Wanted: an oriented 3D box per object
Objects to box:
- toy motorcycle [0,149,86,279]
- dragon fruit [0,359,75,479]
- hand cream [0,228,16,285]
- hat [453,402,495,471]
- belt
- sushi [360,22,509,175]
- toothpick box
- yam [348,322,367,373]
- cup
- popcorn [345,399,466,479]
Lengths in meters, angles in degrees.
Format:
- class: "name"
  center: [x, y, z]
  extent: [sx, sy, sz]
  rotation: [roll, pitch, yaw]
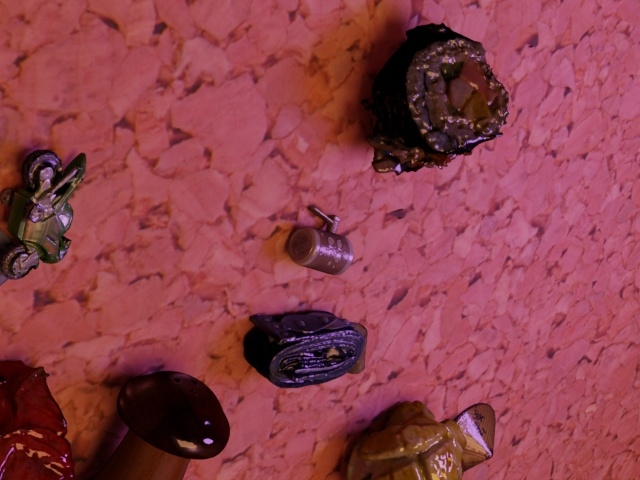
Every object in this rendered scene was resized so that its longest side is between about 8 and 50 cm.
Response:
- class: "toy motorcycle"
  center: [-0.382, -0.033, 1.503]
  extent: [0.106, 0.074, 0.190]
  rotation: [2, 110, -52]
- class: "dragon fruit"
  center: [-0.438, 0.341, 1.534]
  extent: [0.302, 0.330, 0.240]
  rotation: [-53, 159, -9]
- class: "hand cream"
  center: [-0.516, 0.097, 1.467]
  extent: [0.271, 0.058, 0.091]
  rotation: [-49, 134, -20]
- class: "hat"
  center: [0.364, 0.476, 2.495]
  extent: [0.193, 0.082, 0.193]
  rotation: [-21, 125, -33]
- class: "belt"
  center: [-0.020, 0.199, 1.934]
  extent: [0.218, 0.128, 0.122]
  rotation: [-5, 117, -40]
- class: "sushi"
  center: [0.181, -0.224, 1.844]
  extent: [0.238, 0.219, 0.225]
  rotation: [4, 75, -17]
- class: "toothpick box"
  center: [-0.273, 0.355, 1.753]
  extent: [0.192, 0.192, 0.294]
  rotation: [15, 108, -47]
- class: "yam"
  center: [0.068, 0.209, 2.087]
  extent: [0.043, 0.043, 0.094]
  rotation: [-17, 124, -36]
- class: "cup"
  center: [0.005, 0.004, 1.883]
  extent: [0.099, 0.074, 0.102]
  rotation: [16, 101, -47]
- class: "popcorn"
  center: [0.181, 0.468, 2.227]
  extent: [0.276, 0.276, 0.225]
  rotation: [-31, 95, -27]
